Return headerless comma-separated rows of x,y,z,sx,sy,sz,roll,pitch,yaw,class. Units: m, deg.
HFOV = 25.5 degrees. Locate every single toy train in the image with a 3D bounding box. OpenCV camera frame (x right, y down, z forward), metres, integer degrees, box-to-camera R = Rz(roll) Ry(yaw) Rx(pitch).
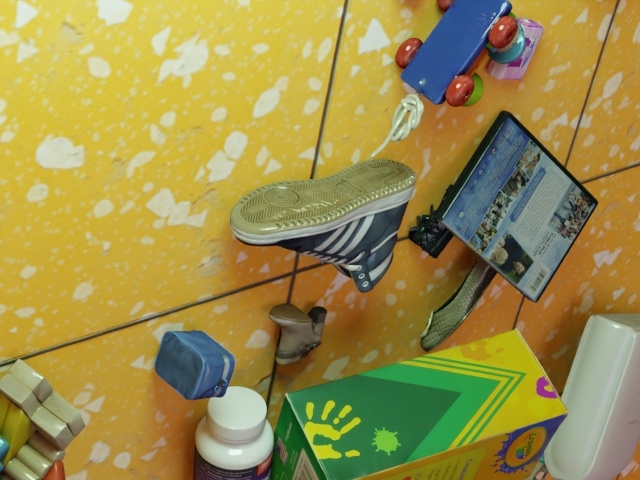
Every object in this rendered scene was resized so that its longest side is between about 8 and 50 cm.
0.158,-0.196,1.766,0.248,0.105,0.143,-54,156,10,toy train

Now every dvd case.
0.283,-0.044,2.004,0.253,0.022,0.180,38,81,-39,dvd case

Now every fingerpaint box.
0.105,0.352,2.052,0.371,0.163,0.445,-13,145,-23,fingerpaint box

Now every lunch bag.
-0.152,0.157,1.776,0.065,0.098,0.067,-1,119,-48,lunch bag

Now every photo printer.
0.494,0.280,2.437,0.256,0.107,0.308,5,104,-60,photo printer

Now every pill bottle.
-0.119,0.294,1.927,0.108,0.108,0.194,-22,137,-30,pill bottle

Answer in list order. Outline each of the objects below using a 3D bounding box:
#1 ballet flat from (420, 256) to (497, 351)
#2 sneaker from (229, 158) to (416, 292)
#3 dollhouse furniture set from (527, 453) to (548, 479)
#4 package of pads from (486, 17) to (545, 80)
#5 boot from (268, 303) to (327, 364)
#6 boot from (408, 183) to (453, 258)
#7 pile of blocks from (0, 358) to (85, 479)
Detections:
0.220,0.060,2.094,0.250,0.058,0.084,-53,-175,15,ballet flat
0.000,0.000,1.781,0.282,0.099,0.153,-18,133,-38,sneaker
0.332,0.389,2.474,0.184,0.129,0.129,-47,151,-44,dollhouse furniture set
0.256,-0.250,1.857,0.050,0.032,0.083,-5,127,-44,package of pads
-0.040,0.130,1.911,0.118,0.042,0.087,2,124,-45,boot
0.186,-0.017,1.993,0.099,0.045,0.121,-53,136,5,boot
-0.369,0.318,1.668,0.149,0.112,0.362,-26,141,-53,pile of blocks
